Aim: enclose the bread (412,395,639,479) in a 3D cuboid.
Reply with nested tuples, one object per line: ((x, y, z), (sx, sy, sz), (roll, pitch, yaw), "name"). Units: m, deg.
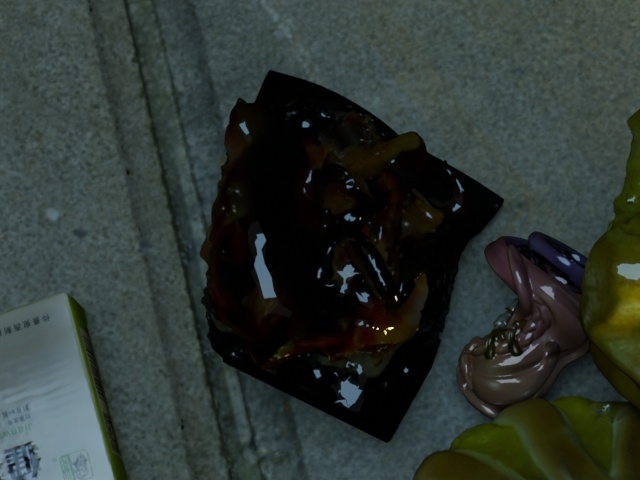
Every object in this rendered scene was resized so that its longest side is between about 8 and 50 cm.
((0.195, 0.274, 1.360), (0.333, 0.160, 0.333), (3, 64, -6), "bread")

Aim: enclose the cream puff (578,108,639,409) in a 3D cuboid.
((0.348, 0.026, 1.376), (0.274, 0.323, 0.270), (7, 96, 22), "cream puff")

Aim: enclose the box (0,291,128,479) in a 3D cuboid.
((-0.303, 0.168, 1.551), (0.260, 0.062, 0.175), (-18, 72, 3), "box")

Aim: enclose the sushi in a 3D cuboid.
((-0.001, 0.001, 1.470), (0.215, 0.212, 0.227), (25, 81, 14), "sushi")

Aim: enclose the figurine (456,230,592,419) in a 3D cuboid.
((0.170, 0.068, 1.476), (0.114, 0.126, 0.157), (6, 68, 56), "figurine")
